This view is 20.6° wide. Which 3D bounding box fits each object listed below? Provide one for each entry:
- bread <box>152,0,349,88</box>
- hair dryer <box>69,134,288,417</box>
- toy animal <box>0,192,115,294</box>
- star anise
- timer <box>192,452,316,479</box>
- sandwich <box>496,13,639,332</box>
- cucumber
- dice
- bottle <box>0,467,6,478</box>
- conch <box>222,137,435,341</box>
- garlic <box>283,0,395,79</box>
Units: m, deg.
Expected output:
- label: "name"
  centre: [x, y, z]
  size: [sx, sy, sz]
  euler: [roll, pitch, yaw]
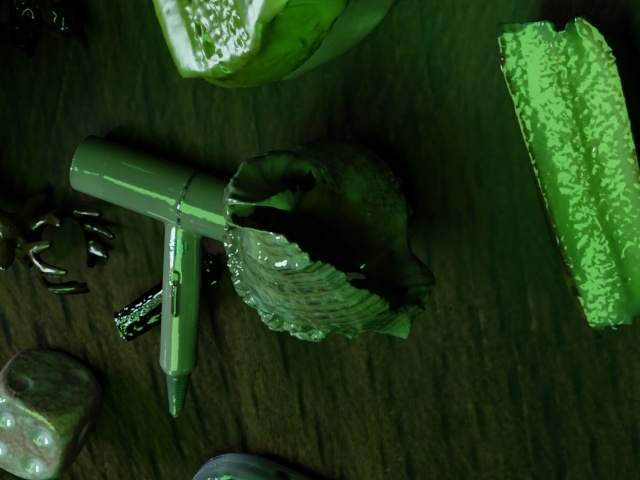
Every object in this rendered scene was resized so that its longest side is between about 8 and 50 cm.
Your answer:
- label: "bread"
  centre: [-0.081, -0.294, 1.236]
  size: [0.166, 0.112, 0.383]
  euler: [-32, 74, 47]
- label: "hair dryer"
  centre: [-0.141, 0.037, 1.544]
  size: [0.195, 0.053, 0.220]
  euler: [20, 112, 11]
- label: "toy animal"
  centre: [-0.321, -0.065, 1.568]
  size: [0.260, 0.087, 0.243]
  euler: [7, 123, 23]
- label: "star anise"
  centre: [-0.245, -0.226, 1.459]
  size: [0.168, 0.057, 0.168]
  euler: [17, 125, 26]
- label: "timer"
  centre: [-0.052, 0.306, 1.682]
  size: [0.191, 0.069, 0.208]
  euler: [23, 124, 6]
- label: "sandwich"
  centre: [0.208, -0.062, 1.336]
  size: [0.094, 0.096, 0.258]
  euler: [-9, 113, 20]
- label: "cucumber"
  centre: [-0.137, 0.053, 1.589]
  size: [0.135, 0.034, 0.033]
  euler: [-31, 83, 25]
- label: "dice"
  centre: [-0.266, 0.165, 1.675]
  size: [0.091, 0.094, 0.093]
  euler: [24, 125, 5]
- label: "bottle"
  centre: [-0.348, 0.238, 1.750]
  size: [0.045, 0.096, 0.045]
  euler: [12, 124, 18]
- label: "conch"
  centre: [0.000, 0.000, 1.378]
  size: [0.178, 0.245, 0.163]
  euler: [28, 94, 24]
- label: "garlic"
  centre: [-0.001, -0.255, 1.318]
  size: [0.143, 0.112, 0.318]
  euler: [17, 113, 17]
